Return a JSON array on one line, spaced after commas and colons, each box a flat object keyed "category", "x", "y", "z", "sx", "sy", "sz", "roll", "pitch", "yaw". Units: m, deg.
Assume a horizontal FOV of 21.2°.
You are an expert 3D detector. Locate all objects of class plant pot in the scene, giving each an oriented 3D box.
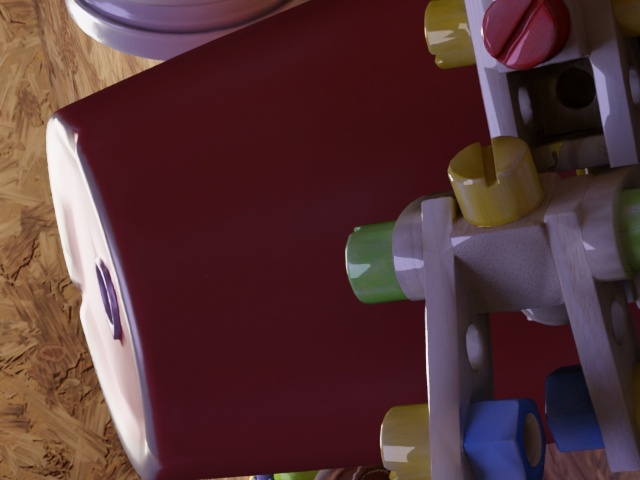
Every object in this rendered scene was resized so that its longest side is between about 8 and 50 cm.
[{"category": "plant pot", "x": 0.000, "y": 0.000, "z": 0.888, "sx": 0.275, "sy": 0.243, "sz": 0.274, "roll": 165, "pitch": 90, "yaw": -76}]

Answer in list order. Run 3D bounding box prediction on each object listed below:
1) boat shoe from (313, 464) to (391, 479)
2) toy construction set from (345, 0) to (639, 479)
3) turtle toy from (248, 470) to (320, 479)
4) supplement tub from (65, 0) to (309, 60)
[{"category": "boat shoe", "x": 0.056, "y": 0.323, "z": 1.292, "sx": 0.116, "sy": 0.123, "sz": 0.324, "roll": -4, "pitch": 93, "yaw": 41}, {"category": "toy construction set", "x": 0.081, "y": -0.087, "z": 0.624, "sx": 0.215, "sy": 0.151, "sz": 0.327, "roll": -31, "pitch": -55, "yaw": -62}, {"category": "turtle toy", "x": -0.026, "y": 0.224, "z": 1.520, "sx": 0.130, "sy": 0.095, "sz": 0.066, "roll": 121, "pitch": 154, "yaw": -69}, {"category": "supplement tub", "x": -0.088, "y": -0.267, "z": 1.048, "sx": 0.191, "sy": 0.191, "sz": 0.272, "roll": -119, "pitch": 21, "yaw": -44}]
